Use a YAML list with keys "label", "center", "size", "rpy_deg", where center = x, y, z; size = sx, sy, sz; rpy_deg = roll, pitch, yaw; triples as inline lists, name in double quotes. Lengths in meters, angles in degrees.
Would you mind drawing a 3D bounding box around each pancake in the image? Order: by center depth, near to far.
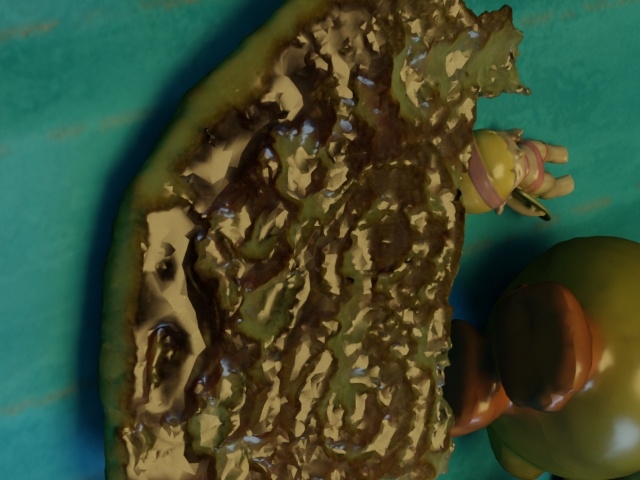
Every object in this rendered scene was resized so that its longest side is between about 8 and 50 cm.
- label: "pancake"
  center: [-0.005, 0.000, 1.161]
  size: [0.305, 0.067, 0.426]
  rpy_deg: [9, 93, -38]

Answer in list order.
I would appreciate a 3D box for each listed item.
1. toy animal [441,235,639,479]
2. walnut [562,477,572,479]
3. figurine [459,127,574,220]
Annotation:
- label: "toy animal"
  center: [0.235, 0.098, 1.358]
  size: [0.338, 0.216, 0.191]
  rpy_deg: [18, 57, -36]
- label: "walnut"
  center: [0.312, 0.256, 1.534]
  size: [0.238, 0.141, 0.204]
  rpy_deg: [-27, 117, -39]
- label: "figurine"
  center: [0.137, -0.048, 1.316]
  size: [0.187, 0.083, 0.083]
  rpy_deg: [-8, 109, -56]
